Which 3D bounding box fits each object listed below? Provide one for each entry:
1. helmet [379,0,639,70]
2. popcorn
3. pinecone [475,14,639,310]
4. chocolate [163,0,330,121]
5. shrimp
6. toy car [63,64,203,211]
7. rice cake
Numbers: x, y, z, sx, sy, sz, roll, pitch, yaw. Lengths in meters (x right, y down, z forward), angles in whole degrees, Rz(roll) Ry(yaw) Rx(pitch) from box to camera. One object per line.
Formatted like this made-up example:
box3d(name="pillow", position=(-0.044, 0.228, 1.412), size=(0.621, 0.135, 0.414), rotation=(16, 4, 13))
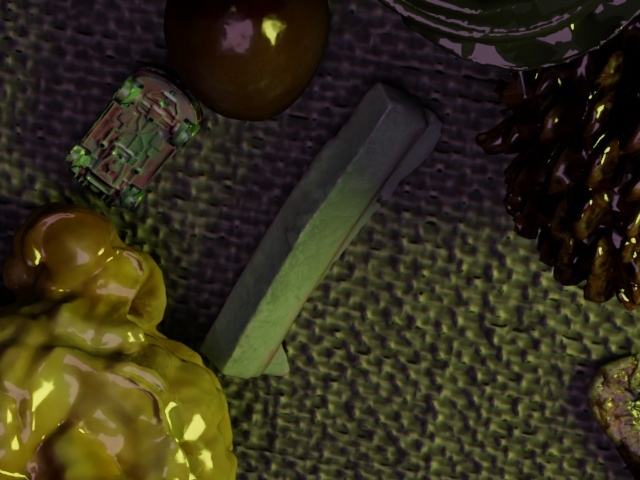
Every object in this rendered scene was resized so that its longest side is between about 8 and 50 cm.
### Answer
box3d(name="helmet", position=(0.107, -0.260, 1.272), size=(0.230, 0.160, 0.279), rotation=(-36, 107, 9))
box3d(name="popcorn", position=(-0.205, 0.136, 1.487), size=(0.265, 0.225, 0.332), rotation=(-9, 91, 1))
box3d(name="pinecone", position=(0.218, -0.069, 1.320), size=(0.221, 0.221, 0.221), rotation=(4, 115, 8))
box3d(name="chocolate", position=(-0.052, -0.150, 1.394), size=(0.124, 0.127, 0.133), rotation=(6, 134, 40))
box3d(name="shrimp", position=(0.278, 0.160, 1.504), size=(0.091, 0.034, 0.161), rotation=(-24, 107, 18))
box3d(name="toy car", position=(-0.143, -0.082, 1.456), size=(0.069, 0.055, 0.142), rotation=(38, 128, -7))
box3d(name="rice cake", position=(-0.002, -0.002, 1.476), size=(0.081, 0.051, 0.290), rotation=(13, 122, -34))
